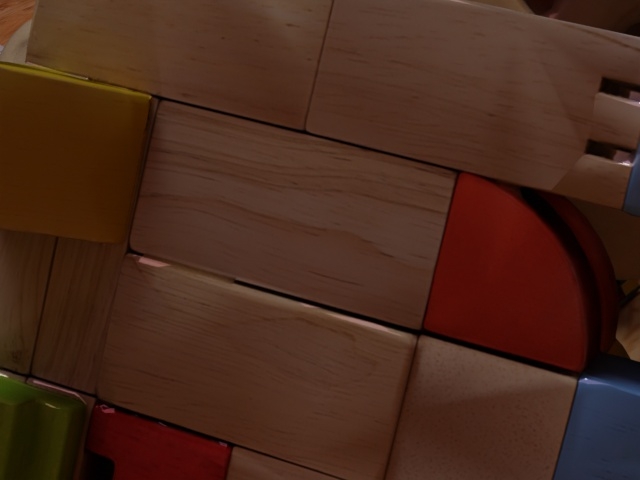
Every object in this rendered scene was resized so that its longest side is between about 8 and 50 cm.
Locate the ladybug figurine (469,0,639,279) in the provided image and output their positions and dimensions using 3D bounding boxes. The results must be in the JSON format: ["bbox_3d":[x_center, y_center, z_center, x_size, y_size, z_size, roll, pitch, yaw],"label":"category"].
[{"bbox_3d":[0.191,-0.179,0.564,0.449,0.305,0.162,-43,-5,11],"label":"ladybug figurine"}]

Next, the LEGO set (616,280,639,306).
[{"bbox_3d":[0.000,0.000,0.746,0.331,0.192,0.255,-33,24,-21],"label":"LEGO set"}]

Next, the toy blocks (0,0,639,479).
[{"bbox_3d":[0.019,0.067,0.471,0.260,0.381,0.191,15,8,16],"label":"toy blocks"}]

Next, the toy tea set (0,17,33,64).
[{"bbox_3d":[-0.143,-0.028,1.062,0.336,0.124,0.200,32,92,43],"label":"toy tea set"}]

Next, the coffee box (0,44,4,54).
[{"bbox_3d":[-0.357,-0.043,1.190,0.168,0.119,0.297,-61,1,33],"label":"coffee box"}]
